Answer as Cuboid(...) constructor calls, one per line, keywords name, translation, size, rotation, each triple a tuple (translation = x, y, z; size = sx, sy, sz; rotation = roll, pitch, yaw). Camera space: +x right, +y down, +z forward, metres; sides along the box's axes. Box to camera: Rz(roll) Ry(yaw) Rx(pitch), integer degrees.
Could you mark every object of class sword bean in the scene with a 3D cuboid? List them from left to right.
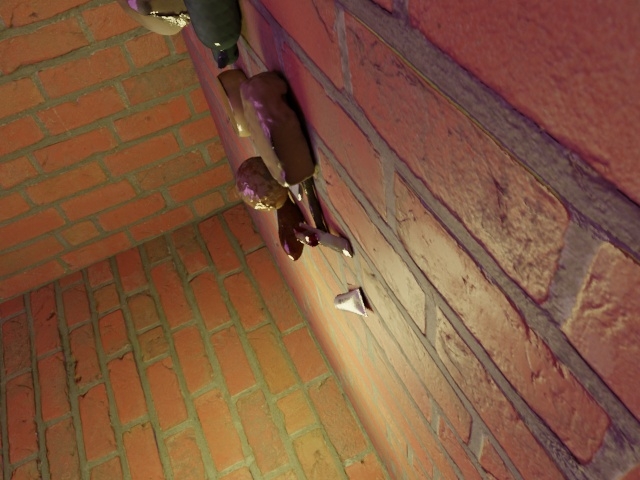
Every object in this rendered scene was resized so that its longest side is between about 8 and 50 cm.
Cuboid(name="sword bean", translation=(-0.016, -0.094, 1.661), size=(0.043, 0.038, 0.269), rotation=(34, 149, 49))

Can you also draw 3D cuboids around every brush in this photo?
Cuboid(name="brush", translation=(0.000, 0.000, 1.633), size=(0.321, 0.050, 0.060), rotation=(21, 134, 61))

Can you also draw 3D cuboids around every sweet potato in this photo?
Cuboid(name="sweet potato", translation=(-0.127, -0.102, 2.058), size=(0.109, 0.109, 0.384), rotation=(92, 164, -69))

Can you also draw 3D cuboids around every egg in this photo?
Cuboid(name="egg", translation=(-0.212, -0.211, 1.963), size=(0.233, 0.195, 0.194), rotation=(54, 165, 40))

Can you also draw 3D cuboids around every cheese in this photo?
Cuboid(name="cheese", translation=(-0.121, -0.306, 1.496), size=(0.326, 0.115, 0.318), rotation=(62, 170, 13))

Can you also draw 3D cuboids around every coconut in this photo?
Cuboid(name="coconut", translation=(-0.513, -0.829, 1.716), size=(0.322, 0.323, 0.323), rotation=(62, 170, 20))

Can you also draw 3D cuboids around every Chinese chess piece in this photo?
Cuboid(name="Chinese chess piece", translation=(-0.302, -0.511, 1.999), size=(0.251, 0.097, 0.250), rotation=(157, 90, -80))

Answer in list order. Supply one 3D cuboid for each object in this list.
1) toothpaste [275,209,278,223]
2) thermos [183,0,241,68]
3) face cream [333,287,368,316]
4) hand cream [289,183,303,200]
Cuboid(name="toothpaste", translation=(-0.179, -0.144, 2.376), size=(0.075, 0.048, 0.300), rotation=(-41, -65, -72))
Cuboid(name="thermos", translation=(-0.303, -0.656, 1.564), size=(0.286, 0.145, 0.182), rotation=(80, -166, -60))
Cuboid(name="face cream", translation=(0.098, 0.197, 1.722), size=(0.244, 0.058, 0.092), rotation=(158, 93, -75))
Cuboid(name="hand cream", translation=(-0.120, -0.237, 1.830), size=(0.255, 0.048, 0.079), rotation=(57, 166, 36))
